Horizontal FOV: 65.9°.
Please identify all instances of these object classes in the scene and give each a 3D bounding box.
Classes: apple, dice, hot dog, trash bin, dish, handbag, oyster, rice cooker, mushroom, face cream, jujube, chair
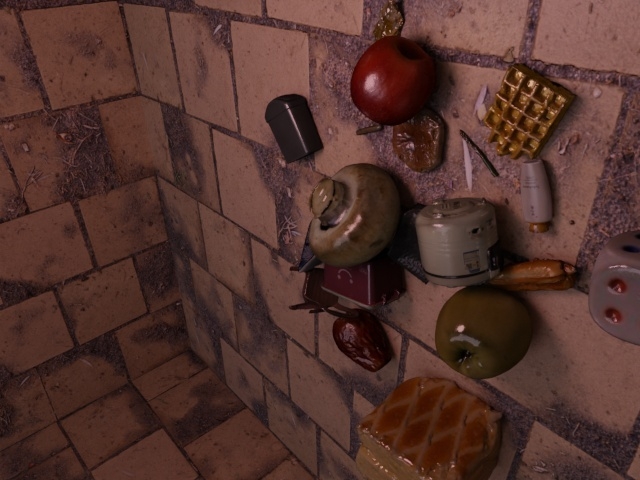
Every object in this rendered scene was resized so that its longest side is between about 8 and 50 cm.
[{"bbox_3d":[0.192,-0.423,1.322,0.218,0.218,0.201,52,139,17],"label":"apple"},{"bbox_3d":[0.689,0.099,1.025,0.192,0.194,0.193,15,124,46],"label":"dice"},{"bbox_3d":[0.451,0.254,1.390,0.262,0.263,0.262,30,133,39],"label":"apple"},{"bbox_3d":[0.557,0.088,1.293,0.102,0.076,0.249,32,158,-23],"label":"hot dog"},{"bbox_3d":[-0.103,-0.417,1.816,0.177,0.101,0.236,-12,104,53],"label":"trash bin"},{"bbox_3d":[0.000,0.000,1.881,0.080,0.243,0.182,22,148,-14],"label":"dish"},{"bbox_3d":[0.321,0.005,1.549,0.175,0.089,0.270,35,133,20],"label":"handbag"},{"bbox_3d":[0.189,-0.591,1.381,0.146,0.045,0.121,-11,116,55],"label":"oyster"},{"bbox_3d":[0.379,0.010,1.346,0.226,0.226,0.243,7,114,51],"label":"rice cooker"},{"bbox_3d":[0.096,-0.080,1.576,0.352,0.261,0.351,-35,42,40],"label":"mushroom"},{"bbox_3d":[0.532,-0.108,1.221,0.072,0.051,0.182,6,117,47],"label":"face cream"},{"bbox_3d":[0.162,0.388,1.913,0.255,0.190,0.190,53,144,14],"label":"jujube"},{"bbox_3d":[0.013,0.198,1.906,0.327,0.176,0.183,-7,71,57],"label":"chair"}]

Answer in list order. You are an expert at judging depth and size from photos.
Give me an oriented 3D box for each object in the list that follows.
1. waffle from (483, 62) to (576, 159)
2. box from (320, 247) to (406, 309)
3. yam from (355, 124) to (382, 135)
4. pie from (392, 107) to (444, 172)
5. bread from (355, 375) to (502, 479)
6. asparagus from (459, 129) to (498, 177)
[{"bbox_3d":[0.475,-0.290,1.178,0.160,0.055,0.210,45,142,24],"label":"waffle"},{"bbox_3d":[0.147,0.107,1.749,0.294,0.194,0.167,18,116,47],"label":"box"},{"bbox_3d":[0.155,-0.355,1.582,0.116,0.021,0.021,0,111,54],"label":"yam"},{"bbox_3d":[0.281,-0.292,1.437,0.195,0.046,0.195,32,134,40],"label":"pie"},{"bbox_3d":[0.364,0.693,1.663,0.371,0.390,0.279,26,135,44],"label":"bread"},{"bbox_3d":[0.420,-0.234,1.318,0.162,0.016,0.016,55,163,12],"label":"asparagus"}]
